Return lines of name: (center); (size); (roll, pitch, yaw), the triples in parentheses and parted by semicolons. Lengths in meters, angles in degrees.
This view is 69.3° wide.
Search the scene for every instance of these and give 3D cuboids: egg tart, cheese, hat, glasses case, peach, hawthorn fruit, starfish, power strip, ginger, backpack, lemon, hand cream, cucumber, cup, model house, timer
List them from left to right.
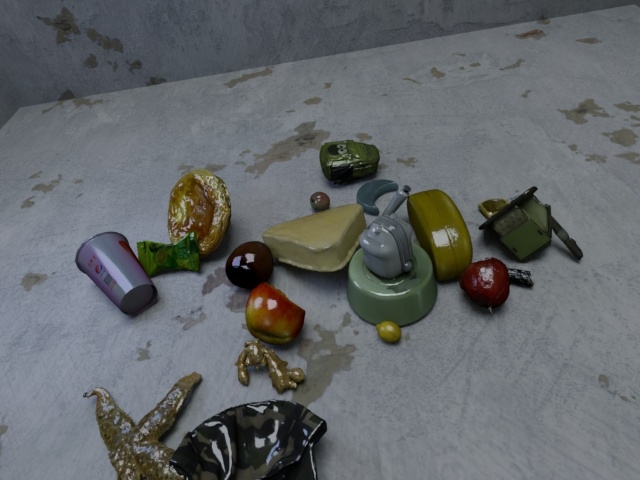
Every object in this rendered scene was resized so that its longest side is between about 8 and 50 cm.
cup: (-0.706, 0.125, 1.636); (0.203, 0.203, 0.288); (-36, 55, -24)
starfish: (-0.454, 0.503, 1.251); (0.324, 0.082, 0.432); (-28, 43, -12)
egg tart: (-0.452, -0.097, 1.781); (0.352, 0.352, 0.150); (26, 10, 33)
hat: (-0.152, 0.586, 1.073); (0.366, 0.257, 0.381); (-3, 77, -13)
ginger: (-0.156, 0.359, 1.329); (0.193, 0.052, 0.176); (-23, 73, 4)
peach: (-0.136, 0.214, 1.406); (0.190, 0.190, 0.192); (2, 52, 14)
cheese: (-0.001, 0.000, 1.577); (0.384, 0.104, 0.384); (-12, 21, 5)
peach: (-0.001, -0.156, 1.843); (0.083, 0.083, 0.083); (-6, 43, 6)
backpack: (0.125, -0.336, 1.969); (0.253, 0.140, 0.207); (-6, 42, -3)
power strip: (0.208, -0.172, 1.840); (0.137, 0.044, 0.216); (20, 51, 30)
timer: (0.206, 0.055, 1.404); (0.291, 0.315, 0.290); (-7, 42, 6)
lemon: (0.201, 0.267, 1.364); (0.083, 0.062, 0.062); (22, 52, 27)
hand cream: (0.268, -0.125, 1.690); (0.042, 0.194, 0.067); (18, 46, -14)
glasses case: (0.404, -0.043, 1.566); (0.141, 0.173, 0.371); (-14, 42, 2)
hawthorn fruit: (0.496, 0.140, 1.384); (0.148, 0.148, 0.172); (-8, 59, 4)
cheese: (0.669, -0.130, 1.702); (0.163, 0.036, 0.086); (-19, 45, -7)
cucumber: (0.581, 0.106, 1.466); (0.182, 0.053, 0.053); (11, 48, 26)
model house: (0.695, -0.008, 1.519); (0.278, 0.218, 0.205); (56, 27, 13)

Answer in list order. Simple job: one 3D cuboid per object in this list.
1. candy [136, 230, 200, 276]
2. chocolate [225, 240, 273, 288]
candy: (-0.559, 0.053, 1.710); (0.246, 0.149, 0.069); (-8, -1, 5)
chocolate: (-0.237, 0.081, 1.597); (0.177, 0.176, 0.176); (-6, 43, 6)
